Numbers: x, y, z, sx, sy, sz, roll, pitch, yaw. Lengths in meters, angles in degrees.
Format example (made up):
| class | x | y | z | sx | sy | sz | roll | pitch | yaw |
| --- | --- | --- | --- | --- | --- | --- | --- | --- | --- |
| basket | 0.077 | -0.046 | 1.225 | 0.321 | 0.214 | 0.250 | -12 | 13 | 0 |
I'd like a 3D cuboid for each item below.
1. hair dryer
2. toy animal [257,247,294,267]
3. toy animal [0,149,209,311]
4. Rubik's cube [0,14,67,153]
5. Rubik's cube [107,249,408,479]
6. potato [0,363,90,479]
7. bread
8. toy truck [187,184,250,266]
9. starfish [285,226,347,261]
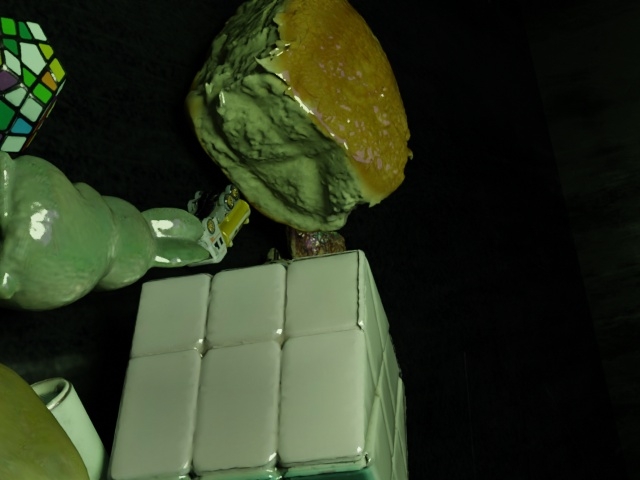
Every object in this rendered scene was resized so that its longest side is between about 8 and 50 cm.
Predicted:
| class | x | y | z | sx | sy | sz | roll | pitch | yaw |
| --- | --- | --- | --- | --- | --- | --- | --- | --- | --- |
| hair dryer | -0.248 | 0.224 | 0.783 | 0.236 | 0.073 | 0.131 | -49 | 121 | -55 |
| toy animal | -0.058 | 0.054 | 1.195 | 0.098 | 0.098 | 0.137 | 33 | 36 | -52 |
| toy animal | -0.209 | 0.005 | 0.901 | 0.251 | 0.125 | 0.127 | 15 | 84 | -54 |
| Rubik's cube | -0.281 | -0.132 | 0.842 | 0.112 | 0.133 | 0.133 | -38 | 113 | -35 |
| Rubik's cube | -0.044 | 0.171 | 0.933 | 0.231 | 0.224 | 0.221 | 70 | 16 | -49 |
| potato | -0.265 | 0.202 | 0.577 | 0.326 | 0.243 | 0.221 | -62 | 155 | -45 |
| bread | -0.020 | -0.167 | 1.218 | 0.250 | 0.225 | 0.279 | 44 | 41 | -22 |
| toy truck | -0.122 | -0.017 | 1.150 | 0.123 | 0.052 | 0.063 | -62 | 137 | -54 |
| starfish | -0.009 | 0.000 | 1.375 | 0.209 | 0.053 | 0.150 | 22 | 70 | -62 |
